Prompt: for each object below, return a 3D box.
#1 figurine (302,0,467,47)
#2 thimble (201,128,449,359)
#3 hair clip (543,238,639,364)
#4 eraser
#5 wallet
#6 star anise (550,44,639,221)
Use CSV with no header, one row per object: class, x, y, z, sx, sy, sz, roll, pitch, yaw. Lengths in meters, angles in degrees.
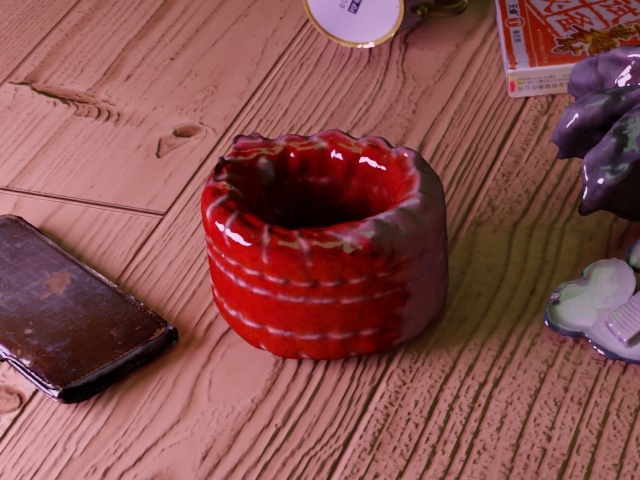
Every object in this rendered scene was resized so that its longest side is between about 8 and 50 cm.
figurine,0.072,-0.295,1.759,0.189,0.142,0.263,32,41,-2
thimble,0.005,0.003,1.379,0.189,0.125,0.163,7,38,16
hair clip,0.256,0.031,1.331,0.172,0.049,0.116,-44,47,3
eraser,0.282,-0.197,1.675,0.230,0.038,0.157,-5,37,4
wallet,-0.228,0.052,1.430,0.122,0.031,0.232,-28,44,-32
star anise,0.342,-0.106,1.466,0.359,0.139,0.316,-24,42,-35
